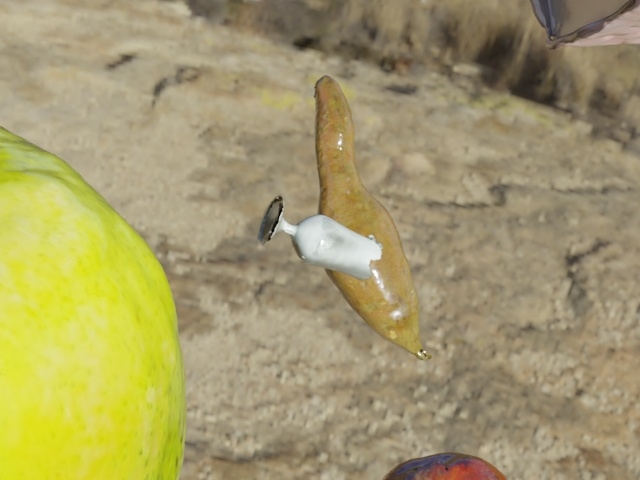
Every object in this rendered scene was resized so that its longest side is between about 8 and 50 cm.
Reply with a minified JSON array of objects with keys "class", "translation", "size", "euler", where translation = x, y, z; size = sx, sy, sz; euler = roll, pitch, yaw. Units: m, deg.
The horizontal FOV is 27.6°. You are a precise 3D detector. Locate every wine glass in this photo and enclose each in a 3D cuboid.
[{"class":"wine glass","translation":[0.000,0.000,0.895],"size":[0.083,0.042,0.039],"euler":[20,68,-19]}]

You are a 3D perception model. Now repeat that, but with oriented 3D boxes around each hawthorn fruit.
[{"class":"hawthorn fruit","translation":[0.125,0.290,1.300],"size":[0.173,0.173,0.179],"euler":[29,20,24]}]

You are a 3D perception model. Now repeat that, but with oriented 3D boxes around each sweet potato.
[{"class":"sweet potato","translation":[0.028,-0.015,1.152],"size":[0.074,0.269,0.075],"euler":[-18,-3,-1]}]

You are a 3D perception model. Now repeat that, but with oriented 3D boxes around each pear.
[{"class":"pear","translation":[-0.255,0.114,0.669],"size":[0.391,0.391,0.391],"euler":[11,30,-6]}]

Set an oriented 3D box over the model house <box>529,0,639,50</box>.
[{"class":"model house","translation":[0.265,-0.230,0.740],"size":[0.237,0.202,0.237],"euler":[-3,-9,-18]}]
